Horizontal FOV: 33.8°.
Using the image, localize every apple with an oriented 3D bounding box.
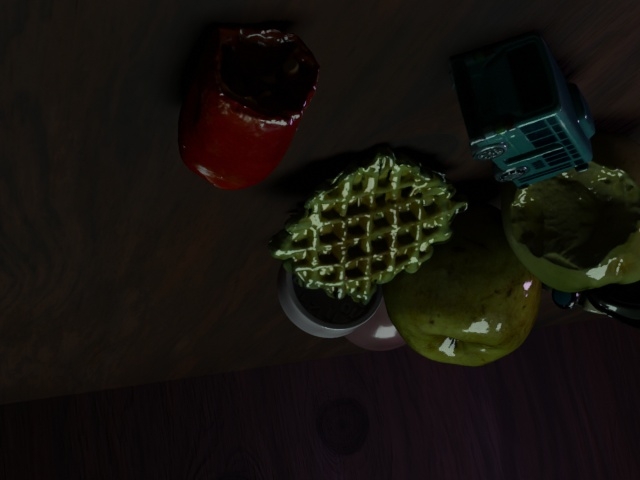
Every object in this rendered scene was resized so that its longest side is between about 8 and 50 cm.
[{"bbox_3d":[0.431,-0.045,1.738,0.279,0.279,0.279,-10,166,-3],"label":"apple"}]

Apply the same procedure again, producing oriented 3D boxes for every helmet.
[{"bbox_3d":[0.617,0.020,2.066,0.225,0.305,0.177,-43,174,36],"label":"helmet"}]

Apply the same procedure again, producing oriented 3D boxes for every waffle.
[{"bbox_3d":[0.078,-0.024,1.706,0.297,0.073,0.317,-44,137,17],"label":"waffle"}]

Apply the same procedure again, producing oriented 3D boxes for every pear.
[{"bbox_3d":[0.259,0.069,1.930,0.304,0.303,0.304,-10,166,-3],"label":"pear"}]

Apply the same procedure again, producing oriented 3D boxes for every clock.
[{"bbox_3d":[0.019,0.083,2.009,0.197,0.196,0.068,-6,165,-19],"label":"clock"}]

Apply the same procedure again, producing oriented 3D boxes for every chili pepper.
[{"bbox_3d":[-0.106,-0.125,1.251,0.135,0.131,0.338,3,164,-15],"label":"chili pepper"}]

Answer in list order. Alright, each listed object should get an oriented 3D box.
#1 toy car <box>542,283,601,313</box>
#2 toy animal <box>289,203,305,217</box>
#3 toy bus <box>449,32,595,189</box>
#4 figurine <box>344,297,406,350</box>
[{"bbox_3d":[0.551,0.033,2.261,0.248,0.198,0.204,26,-162,37],"label":"toy car"},{"bbox_3d":[-0.005,0.000,1.821,0.085,0.124,0.071,-3,159,-41],"label":"toy animal"},{"bbox_3d":[0.272,-0.163,1.387,0.147,0.128,0.256,-18,162,20],"label":"toy bus"},{"bbox_3d":[0.124,0.124,2.217,0.270,0.211,0.261,-9,166,-6],"label":"figurine"}]
